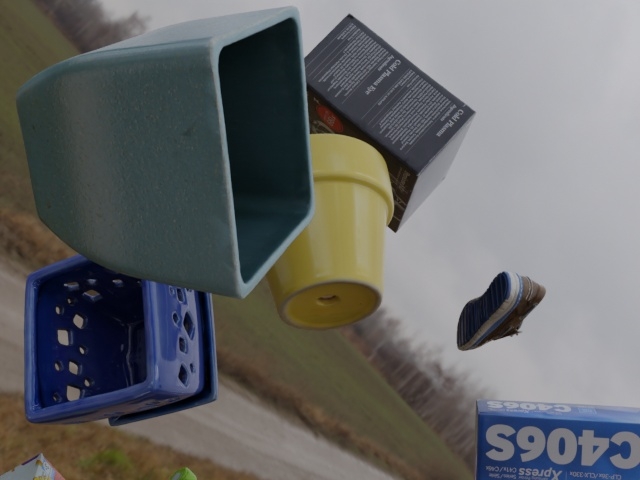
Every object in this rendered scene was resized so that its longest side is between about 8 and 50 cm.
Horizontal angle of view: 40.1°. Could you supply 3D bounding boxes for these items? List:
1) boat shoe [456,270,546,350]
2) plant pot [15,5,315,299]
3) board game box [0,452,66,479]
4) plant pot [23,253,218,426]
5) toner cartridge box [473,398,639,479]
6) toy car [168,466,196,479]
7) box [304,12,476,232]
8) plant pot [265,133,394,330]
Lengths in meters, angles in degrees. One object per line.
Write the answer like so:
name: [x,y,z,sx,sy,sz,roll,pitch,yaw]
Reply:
boat shoe: [0.238,0.104,1.167,0.066,0.066,0.183,11,-29,-11]
plant pot: [-0.166,-0.103,0.928,0.248,0.252,0.247,-51,140,-62]
board game box: [-0.380,0.468,1.249,0.275,0.142,0.144,58,7,-23]
plant pot: [-0.282,0.152,1.308,0.212,0.235,0.236,35,43,-58]
toner cartridge box: [0.392,0.320,1.232,0.075,0.347,0.165,-41,131,-78]
toy car: [-0.213,0.503,1.486,0.155,0.149,0.188,50,-9,-15]
box: [0.108,-0.222,1.760,0.312,0.179,0.343,39,-15,10]
plant pot: [0.000,0.000,1.384,0.254,0.254,0.239,49,27,-53]
